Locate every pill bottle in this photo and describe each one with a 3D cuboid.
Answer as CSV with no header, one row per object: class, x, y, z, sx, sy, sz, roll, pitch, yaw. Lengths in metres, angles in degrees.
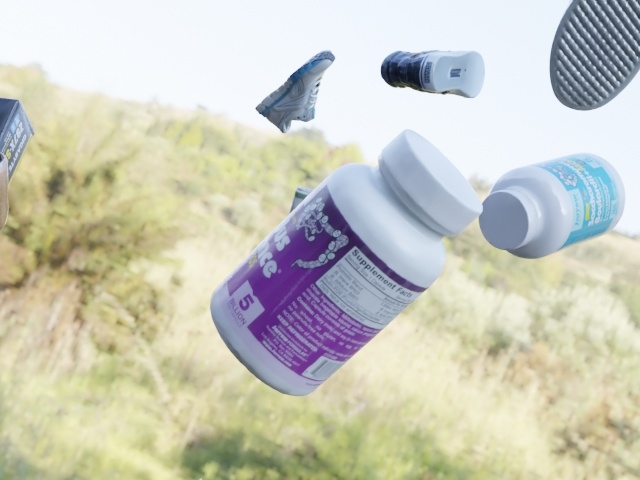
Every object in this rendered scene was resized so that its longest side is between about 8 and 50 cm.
pill bottle,0.359,-0.053,1.990,0.146,0.146,0.264,21,24,36
pill bottle,0.031,0.021,1.411,0.169,0.301,0.169,41,17,-16

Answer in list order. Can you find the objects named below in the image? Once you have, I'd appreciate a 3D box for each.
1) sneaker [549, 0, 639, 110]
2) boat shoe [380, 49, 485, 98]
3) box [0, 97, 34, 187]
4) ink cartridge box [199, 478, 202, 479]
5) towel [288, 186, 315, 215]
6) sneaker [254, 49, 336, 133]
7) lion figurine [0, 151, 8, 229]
sneaker,0.414,-0.359,1.730,0.135,0.366,0.150,21,25,5
boat shoe,0.154,-0.230,1.700,0.083,0.065,0.183,12,9,30
box,-0.490,-0.030,1.359,0.257,0.322,0.079,11,-30,8
ink cartridge box,-0.319,0.511,2.033,0.066,0.261,0.296,34,10,4
towel,0.000,0.000,1.912,0.113,0.152,0.023,15,22,1
sneaker,-0.025,-0.248,2.129,0.083,0.071,0.190,50,-47,-2
lion figurine,-0.394,-0.003,1.101,0.142,0.240,0.392,-22,39,-36
